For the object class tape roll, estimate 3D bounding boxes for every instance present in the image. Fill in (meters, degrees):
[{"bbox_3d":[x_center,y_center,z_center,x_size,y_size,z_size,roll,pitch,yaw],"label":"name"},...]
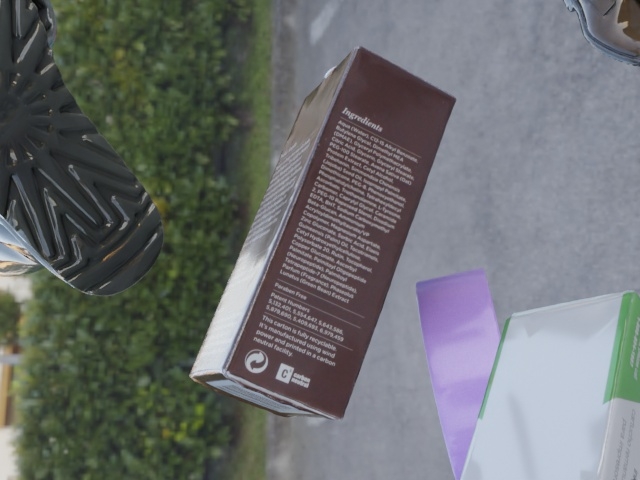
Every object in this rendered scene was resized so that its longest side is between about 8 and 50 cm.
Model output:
[{"bbox_3d":[0.191,0.176,1.119,0.275,0.090,0.275,-13,-90,-82],"label":"tape roll"}]

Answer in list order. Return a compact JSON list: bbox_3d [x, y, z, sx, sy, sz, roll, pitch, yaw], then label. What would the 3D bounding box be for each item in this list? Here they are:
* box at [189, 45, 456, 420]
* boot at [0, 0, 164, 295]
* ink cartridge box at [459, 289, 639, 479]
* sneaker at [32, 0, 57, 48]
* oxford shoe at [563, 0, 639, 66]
[{"bbox_3d":[0.000,0.000,1.002,0.382,0.143,0.191,-70,14,-15],"label":"box"},{"bbox_3d":[-0.168,-0.051,0.421,0.208,0.076,0.190,14,136,60],"label":"boot"},{"bbox_3d":[0.237,0.209,0.684,0.117,0.278,0.201,-18,33,40],"label":"ink cartridge box"},{"bbox_3d":[-0.314,-0.168,0.652,0.178,0.295,0.124,-27,76,35],"label":"sneaker"},{"bbox_3d":[0.402,-0.327,1.237,0.096,0.082,0.227,90,160,-52],"label":"oxford shoe"}]
